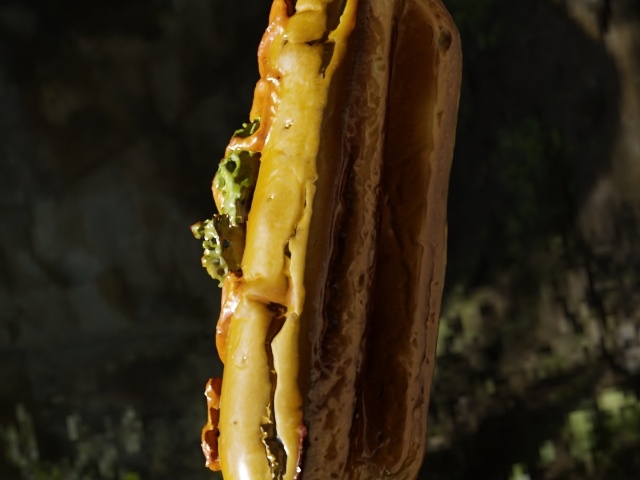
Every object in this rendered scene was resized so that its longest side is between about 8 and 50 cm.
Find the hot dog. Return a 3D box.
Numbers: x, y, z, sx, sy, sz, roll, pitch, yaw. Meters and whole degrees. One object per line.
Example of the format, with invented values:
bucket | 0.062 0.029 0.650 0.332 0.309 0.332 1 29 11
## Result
hot dog | 0.000 0.000 1.133 0.158 0.117 0.348 13 -100 -58
